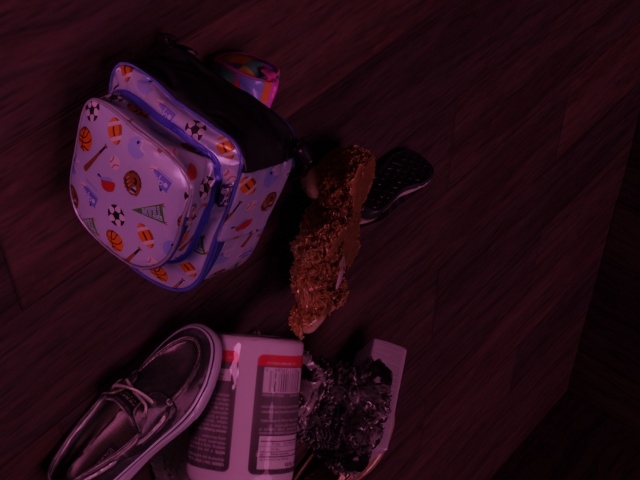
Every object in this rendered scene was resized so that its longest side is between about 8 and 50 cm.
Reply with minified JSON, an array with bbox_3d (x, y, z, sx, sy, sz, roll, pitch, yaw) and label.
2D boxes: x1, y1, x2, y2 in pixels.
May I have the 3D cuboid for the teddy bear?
[{"bbox_3d":[0.000,0.000,1.770,0.245,0.113,0.338,-52,154,-49],"label":"teddy bear"}]

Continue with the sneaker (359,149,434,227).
[{"bbox_3d":[0.115,-0.091,1.954,0.234,0.084,0.097,-32,167,-39],"label":"sneaker"}]

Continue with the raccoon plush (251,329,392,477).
[{"bbox_3d":[-0.060,0.318,2.007,0.446,0.299,0.216,132,-24,-65],"label":"raccoon plush"}]

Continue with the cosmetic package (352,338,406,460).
[{"bbox_3d":[0.105,0.333,2.191,0.117,0.085,0.231,128,-22,-60],"label":"cosmetic package"}]

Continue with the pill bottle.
[{"bbox_3d":[-0.126,0.312,1.713,0.176,0.176,0.319,12,82,-61],"label":"pill bottle"}]

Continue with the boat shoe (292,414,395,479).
[{"bbox_3d":[0.041,0.487,2.338,0.341,0.121,0.110,-52,152,-10],"label":"boat shoe"}]

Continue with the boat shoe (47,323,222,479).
[{"bbox_3d":[-0.276,0.262,1.593,0.335,0.121,0.119,-53,156,-7],"label":"boat shoe"}]

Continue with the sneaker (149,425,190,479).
[{"bbox_3d":[-0.238,0.383,1.839,0.095,0.090,0.235,-54,159,-48],"label":"sneaker"}]

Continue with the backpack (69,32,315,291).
[{"bbox_3d":[-0.177,-0.070,1.295,0.213,0.276,0.263,-26,145,-38],"label":"backpack"}]

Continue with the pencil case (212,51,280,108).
[{"bbox_3d":[-0.124,-0.142,1.464,0.104,0.104,0.236,-20,133,-50],"label":"pencil case"}]
